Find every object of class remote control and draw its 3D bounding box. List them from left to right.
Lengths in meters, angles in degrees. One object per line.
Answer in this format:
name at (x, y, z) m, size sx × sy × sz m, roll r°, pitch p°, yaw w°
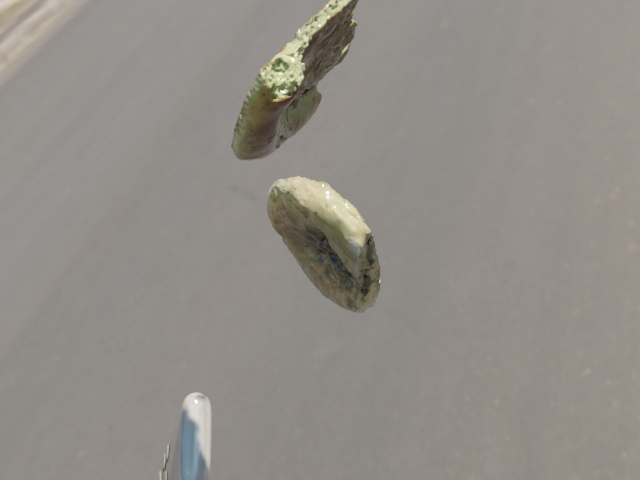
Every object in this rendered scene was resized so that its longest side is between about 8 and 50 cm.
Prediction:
remote control at (-0.109, 0.185, 0.916) m, size 0.261 × 0.029 × 0.067 m, roll 114°, pitch 158°, yaw -59°

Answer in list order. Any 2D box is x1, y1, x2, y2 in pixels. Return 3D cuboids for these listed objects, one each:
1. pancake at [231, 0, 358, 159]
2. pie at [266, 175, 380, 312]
pancake at (-0.025, -0.235, 1.914) m, size 0.305 × 0.067 × 0.427 m, roll -49°, pitch -5°, yaw -12°
pie at (0.002, -0.002, 1.595) m, size 0.052 × 0.218 × 0.185 m, roll -40°, pitch 61°, yaw -18°
